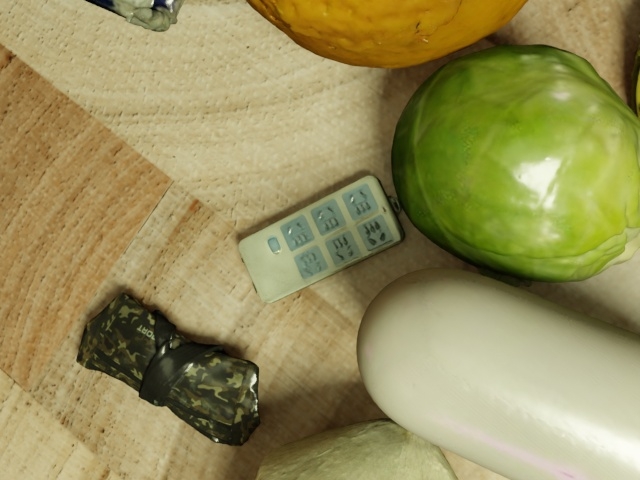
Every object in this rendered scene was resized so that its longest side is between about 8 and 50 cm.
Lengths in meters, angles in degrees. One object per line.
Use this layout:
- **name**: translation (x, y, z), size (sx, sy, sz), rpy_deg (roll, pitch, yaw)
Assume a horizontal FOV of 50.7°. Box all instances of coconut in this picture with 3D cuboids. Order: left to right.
- **coconut**: translation (0.037, 0.295, 0.641), size (0.237, 0.237, 0.266), rpy_deg (17, 92, 12)

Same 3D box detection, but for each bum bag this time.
- **bum bag**: translation (-0.171, 0.144, 0.773), size (0.248, 0.069, 0.102), rpy_deg (23, 118, 13)

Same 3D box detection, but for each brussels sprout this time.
- **brussels sprout**: translation (0.183, -0.061, 0.618), size (0.244, 0.244, 0.244), rpy_deg (0, 90, 13)

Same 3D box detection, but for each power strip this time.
- **power strip**: translation (0.000, 0.000, 0.751), size (0.192, 0.035, 0.081), rpy_deg (-26, 85, 11)

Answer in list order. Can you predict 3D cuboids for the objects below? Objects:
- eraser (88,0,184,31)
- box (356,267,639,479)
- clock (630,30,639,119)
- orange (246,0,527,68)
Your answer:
- **eraser**: translation (-0.297, -0.368, 0.785), size (0.332, 0.101, 0.155), rpy_deg (26, 97, 13)
- **box**: translation (0.204, 0.131, 0.574), size (0.349, 0.288, 0.141), rpy_deg (21, 89, 12)
- **clock**: translation (0.371, -0.121, 0.581), size (0.057, 0.237, 0.237), rpy_deg (-24, 83, -32)
- **orange**: translation (0.067, -0.325, 0.596), size (0.340, 0.293, 0.341), rpy_deg (12, 117, 25)
